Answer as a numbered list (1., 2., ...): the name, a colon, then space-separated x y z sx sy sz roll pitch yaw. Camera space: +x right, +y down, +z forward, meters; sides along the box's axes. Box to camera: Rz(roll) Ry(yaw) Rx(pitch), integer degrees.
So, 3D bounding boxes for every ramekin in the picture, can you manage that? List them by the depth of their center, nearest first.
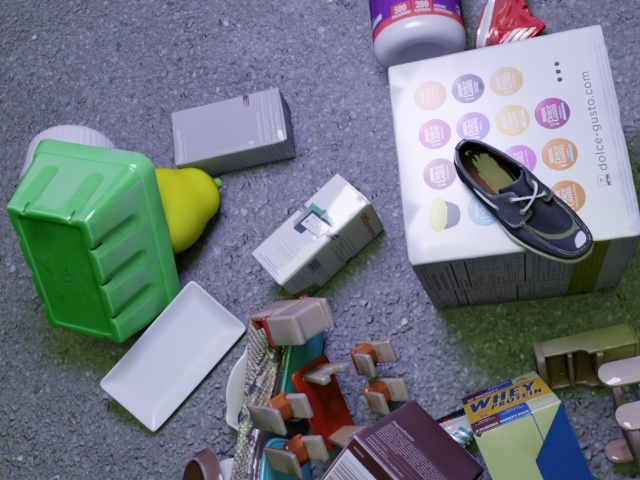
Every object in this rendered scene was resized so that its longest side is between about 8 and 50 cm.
1. ramekin: -0.517 -0.150 1.576 0.207 0.207 0.109 -13 61 11

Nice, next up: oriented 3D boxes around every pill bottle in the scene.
1. pill bottle: 0.184 -0.506 1.509 0.181 0.181 0.323 -9 71 12

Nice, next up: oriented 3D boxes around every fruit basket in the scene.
1. fruit basket: -0.374 -0.035 1.460 0.283 0.392 0.392 10 76 17

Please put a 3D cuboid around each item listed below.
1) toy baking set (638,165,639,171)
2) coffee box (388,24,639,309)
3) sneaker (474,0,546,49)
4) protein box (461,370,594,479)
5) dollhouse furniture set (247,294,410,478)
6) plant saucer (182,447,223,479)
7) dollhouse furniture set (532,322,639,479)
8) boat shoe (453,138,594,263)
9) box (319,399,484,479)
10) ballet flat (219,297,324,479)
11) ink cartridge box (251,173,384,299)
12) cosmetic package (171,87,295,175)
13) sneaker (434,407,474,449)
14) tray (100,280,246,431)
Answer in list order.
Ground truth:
1. toy baking set: 0.705 -0.117 1.330 0.256 0.030 0.197 24 80 20
2. coffee box: 0.314 -0.095 1.261 0.334 0.338 0.338 -8 72 13
3. sneaker: 0.395 -0.468 1.507 0.128 0.087 0.221 17 90 11
4. protein box: 0.326 0.336 1.167 0.136 0.201 0.200 -23 90 6
5. dollhouse furniture set: -0.012 0.228 1.272 0.135 0.262 0.259 -9 103 52
6. plant saucer: -0.213 0.455 1.334 0.029 0.168 0.168 7 76 -30
7. dollhouse furniture set: 0.448 0.266 1.183 0.161 0.212 0.242 -14 40 9
8. boat shoe: 0.275 -0.056 1.038 0.084 0.079 0.233 -45 70 -2
9. box: 0.120 0.392 1.205 0.167 0.203 0.168 42 117 23
10. ballet flat: -0.100 0.342 1.351 0.182 0.164 0.483 -11 63 34
11. ink cartridge box: 0.000 0.000 1.411 0.219 0.160 0.092 -43 68 -2
12. cosmetic package: -0.180 -0.218 1.558 0.238 0.107 0.127 -12 73 8
13. sneaker: 0.241 0.339 1.304 0.161 0.057 0.075 -23 85 5
14. tray: -0.285 0.223 1.466 0.145 0.030 0.270 42 86 -3
